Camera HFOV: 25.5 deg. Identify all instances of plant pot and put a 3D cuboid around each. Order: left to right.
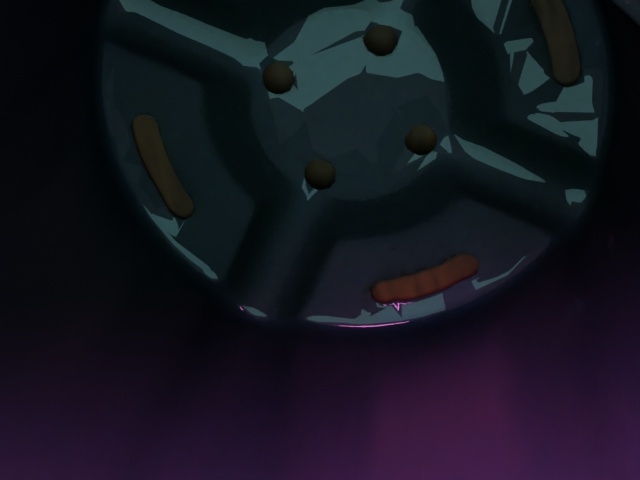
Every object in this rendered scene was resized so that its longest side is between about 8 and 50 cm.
[{"bbox_3d":[0.000,0.000,0.513,0.341,0.334,0.341,3,114,6],"label":"plant pot"}]
